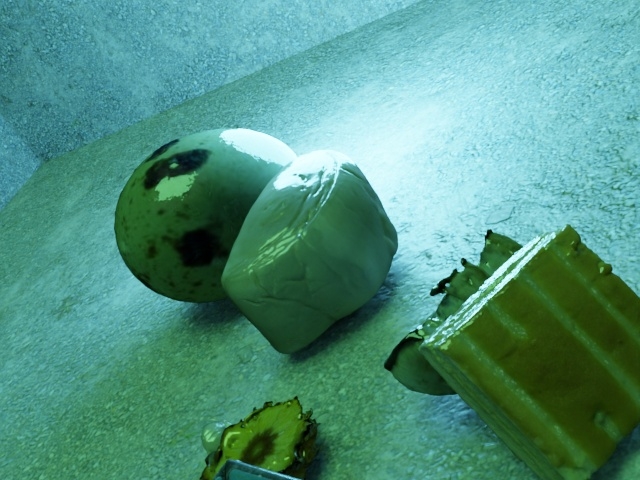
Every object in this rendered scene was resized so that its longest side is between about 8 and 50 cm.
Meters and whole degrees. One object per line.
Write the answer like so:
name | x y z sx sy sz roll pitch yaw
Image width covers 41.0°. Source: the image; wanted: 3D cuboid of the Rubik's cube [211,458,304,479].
Rubik's cube | -0.032 0.420 0.921 0.259 0.255 0.260 -2 41 44

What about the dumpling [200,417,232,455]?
dumpling | -0.171 0.332 1.443 0.059 0.043 0.077 -10 25 -3

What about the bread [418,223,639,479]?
bread | 0.293 0.141 1.050 0.239 0.246 0.111 -42 -3 -13

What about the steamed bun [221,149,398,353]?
steamed bun | 0.002 0.001 1.559 0.236 0.247 0.383 -17 31 33

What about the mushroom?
mushroom | 0.222 0.131 1.205 0.267 0.164 0.190 -39 -20 -46

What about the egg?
egg | -0.218 -0.059 1.788 0.428 0.345 0.345 -29 26 -14

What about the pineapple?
pineapple | -0.083 0.334 1.306 0.225 0.076 0.225 -28 26 15
